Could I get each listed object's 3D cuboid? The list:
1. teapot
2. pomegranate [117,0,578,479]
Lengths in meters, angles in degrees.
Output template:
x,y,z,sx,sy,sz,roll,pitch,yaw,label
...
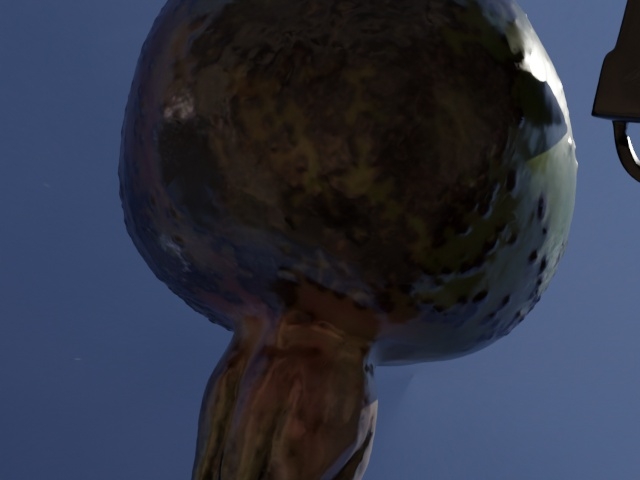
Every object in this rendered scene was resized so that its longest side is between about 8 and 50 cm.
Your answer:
x,y,z,sx,sy,sz,roll,pitch,yaw,label
0.210,-0.113,0.792,0.096,0.087,0.177,15,-82,15,teapot
0.000,0.000,0.839,0.285,0.285,0.341,14,-109,5,pomegranate
